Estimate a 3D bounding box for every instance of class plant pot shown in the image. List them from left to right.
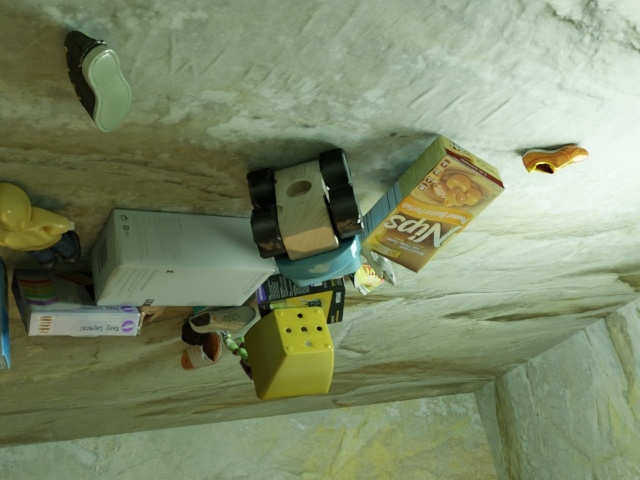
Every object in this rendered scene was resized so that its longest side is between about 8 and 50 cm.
[{"bbox_3d":[-0.072,0.294,2.091,0.212,0.212,0.187,-1,141,-23],"label":"plant pot"}]

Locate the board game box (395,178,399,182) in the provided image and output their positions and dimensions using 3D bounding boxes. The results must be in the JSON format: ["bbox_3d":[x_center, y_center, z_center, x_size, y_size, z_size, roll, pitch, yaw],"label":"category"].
[{"bbox_3d":[0.298,-0.113,1.887,0.194,0.060,0.194,-16,155,8],"label":"board game box"}]

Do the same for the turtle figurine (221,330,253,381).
[{"bbox_3d":[-0.217,0.321,2.525,0.198,0.274,0.266,-33,178,-8],"label":"turtle figurine"}]

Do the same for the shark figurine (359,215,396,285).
[{"bbox_3d":[0.147,-0.022,2.005,0.116,0.166,0.278,-35,140,-12],"label":"shark figurine"}]

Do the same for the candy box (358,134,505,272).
[{"bbox_3d":[0.252,-0.077,1.769,0.183,0.087,0.316,26,125,-24],"label":"candy box"}]

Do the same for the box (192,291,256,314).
[{"bbox_3d":[-0.259,0.150,2.184,0.244,0.060,0.100,-30,151,34],"label":"box"}]

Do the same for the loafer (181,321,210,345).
[{"bbox_3d":[-0.397,0.288,2.389,0.078,0.080,0.220,-4,154,-19],"label":"loafer"}]

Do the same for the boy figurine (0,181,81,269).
[{"bbox_3d":[-0.621,-0.025,1.600,0.177,0.092,0.285,-14,155,4],"label":"boy figurine"}]

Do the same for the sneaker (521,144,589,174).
[{"bbox_3d":[0.575,-0.190,1.846,0.175,0.067,0.064,-10,154,-10],"label":"sneaker"}]

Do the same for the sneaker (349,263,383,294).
[{"bbox_3d":[0.137,0.097,2.254,0.094,0.081,0.208,-25,160,9],"label":"sneaker"}]

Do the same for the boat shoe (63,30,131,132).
[{"bbox_3d":[-0.368,-0.260,1.247,0.081,0.069,0.228,-48,171,-22],"label":"boat shoe"}]

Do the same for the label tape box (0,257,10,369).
[{"bbox_3d":[-0.899,0.183,1.718,0.348,0.249,0.115,-4,155,-18],"label":"label tape box"}]

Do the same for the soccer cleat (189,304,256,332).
[{"bbox_3d":[-0.284,0.228,2.188,0.196,0.068,0.076,-13,154,9],"label":"soccer cleat"}]

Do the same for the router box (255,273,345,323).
[{"bbox_3d":[-0.057,0.174,2.161,0.243,0.081,0.309,-10,157,-4],"label":"router box"}]

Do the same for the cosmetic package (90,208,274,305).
[{"bbox_3d":[-0.332,0.049,1.818,0.385,0.156,0.217,4,149,-30],"label":"cosmetic package"}]

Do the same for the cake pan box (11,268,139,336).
[{"bbox_3d":[-0.590,0.149,1.829,0.267,0.246,0.070,5,112,-31],"label":"cake pan box"}]

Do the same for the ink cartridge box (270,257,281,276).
[{"bbox_3d":[-0.063,0.082,2.130,0.104,0.060,0.180,-22,154,22],"label":"ink cartridge box"}]

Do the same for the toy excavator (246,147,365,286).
[{"bbox_3d":[0.000,0.000,1.749,0.222,0.433,0.445,-15,127,5],"label":"toy excavator"}]

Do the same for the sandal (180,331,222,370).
[{"bbox_3d":[-0.424,0.389,2.569,0.076,0.102,0.265,6,152,-41],"label":"sandal"}]

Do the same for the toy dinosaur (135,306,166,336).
[{"bbox_3d":[-0.448,0.152,2.043,0.200,0.127,0.295,-39,178,-17],"label":"toy dinosaur"}]

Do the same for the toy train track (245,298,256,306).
[{"bbox_3d":[-0.231,0.202,2.369,0.048,0.014,0.083,22,134,-40],"label":"toy train track"}]
